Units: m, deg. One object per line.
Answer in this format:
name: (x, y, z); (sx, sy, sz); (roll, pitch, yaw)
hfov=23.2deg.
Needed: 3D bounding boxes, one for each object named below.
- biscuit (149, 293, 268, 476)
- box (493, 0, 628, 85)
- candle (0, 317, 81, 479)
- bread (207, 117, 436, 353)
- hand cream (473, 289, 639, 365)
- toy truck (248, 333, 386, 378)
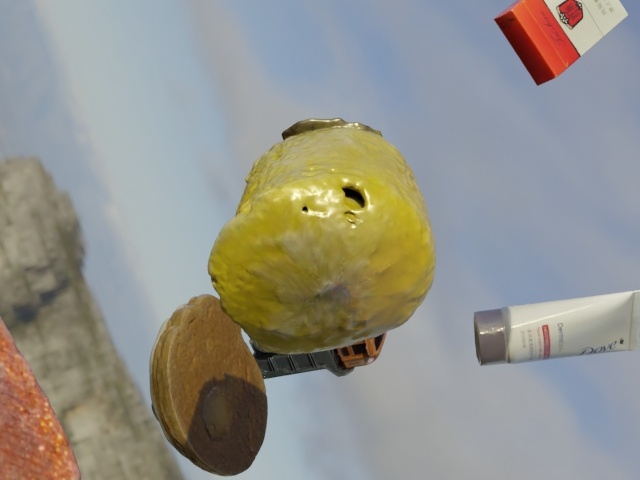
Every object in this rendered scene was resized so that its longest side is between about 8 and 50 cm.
biscuit: (-0.133, 0.174, 1.810); (0.181, 0.049, 0.208); (-48, 123, -50)
box: (0.294, -0.271, 1.898); (0.100, 0.152, 0.048); (54, -27, -6)
candle: (-0.345, 0.184, 1.380); (0.287, 0.131, 0.317); (30, 52, -31)
bread: (0.003, -0.001, 1.366); (0.170, 0.197, 0.197); (-91, 168, -56)
hand cream: (0.351, 0.134, 2.295); (0.133, 0.247, 0.083); (80, 4, -47)
toy truck: (-0.006, 0.131, 2.120); (0.083, 0.192, 0.092); (-66, 140, -57)
